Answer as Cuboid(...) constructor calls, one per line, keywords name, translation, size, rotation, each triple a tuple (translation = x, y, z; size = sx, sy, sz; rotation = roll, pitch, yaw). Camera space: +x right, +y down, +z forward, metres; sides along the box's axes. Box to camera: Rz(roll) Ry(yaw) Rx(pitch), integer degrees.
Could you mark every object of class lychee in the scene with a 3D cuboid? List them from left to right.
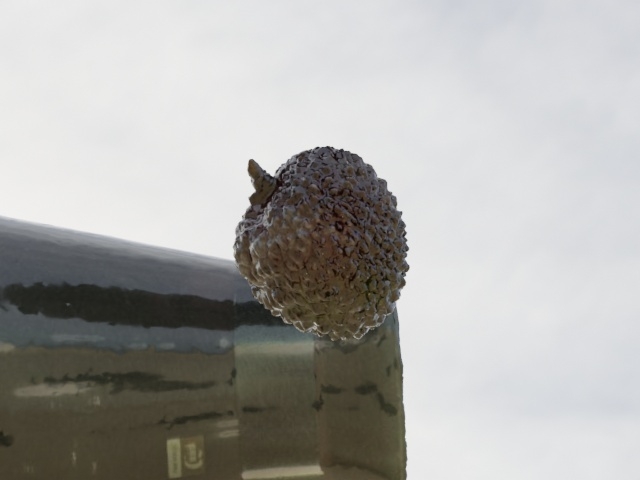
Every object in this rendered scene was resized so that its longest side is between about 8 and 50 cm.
Cuboid(name="lychee", translation=(0.000, 0.000, 0.627), size=(0.068, 0.067, 0.083), rotation=(-40, -71, -3))

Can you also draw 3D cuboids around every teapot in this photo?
Cuboid(name="teapot", translation=(-0.114, 0.119, 1.114), size=(0.344, 0.253, 0.300), rotation=(-2, -53, 2))
